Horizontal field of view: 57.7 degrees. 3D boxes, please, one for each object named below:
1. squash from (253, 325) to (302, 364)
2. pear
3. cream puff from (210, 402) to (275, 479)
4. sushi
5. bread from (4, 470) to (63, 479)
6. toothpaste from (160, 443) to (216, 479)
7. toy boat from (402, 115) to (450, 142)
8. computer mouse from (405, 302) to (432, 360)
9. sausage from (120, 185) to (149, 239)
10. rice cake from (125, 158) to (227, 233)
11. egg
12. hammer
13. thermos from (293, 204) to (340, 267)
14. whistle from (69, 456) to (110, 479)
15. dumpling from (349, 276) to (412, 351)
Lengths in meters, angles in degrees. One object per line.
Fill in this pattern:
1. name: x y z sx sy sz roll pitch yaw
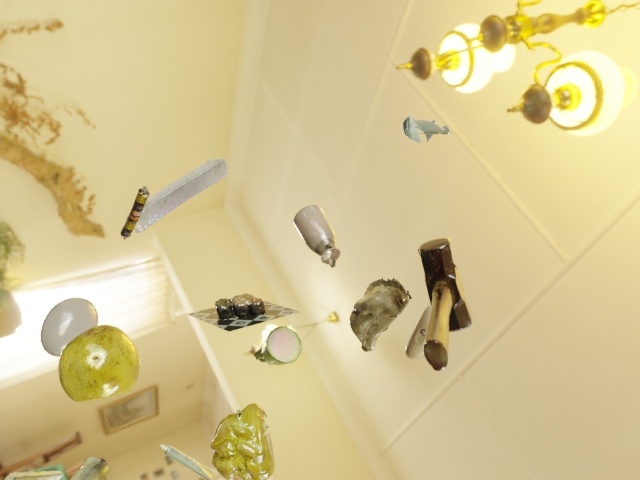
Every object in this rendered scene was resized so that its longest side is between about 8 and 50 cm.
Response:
1. squash: -0.125 0.304 1.575 0.132 0.105 0.105 -44 -113 47
2. pear: -0.557 0.307 1.457 0.197 0.197 0.197 42 -37 44
3. cream puff: -0.225 0.602 1.674 0.195 0.195 0.221 23 -48 57
4. sushi: -0.210 0.172 1.554 0.231 0.220 0.047 8 -75 50
5. bread: -0.654 0.555 1.312 0.028 0.068 0.154 23 -9 26
6. toothpaste: -0.406 0.679 1.782 0.197 0.029 0.048 35 10 -9
7. toy boat: 0.305 -0.336 1.740 0.105 0.034 0.149 43 -24 -25
8. computer mouse: 0.356 0.292 1.895 0.082 0.145 0.236 32 -66 19
9. sausage: -0.402 -0.056 1.255 0.198 0.028 0.025 -47 -121 45
10. rice cake: -0.443 -0.148 1.810 0.056 0.365 0.072 28 -32 43
11. egg: -0.887 0.308 2.050 0.176 0.176 0.232 100 6 -45
12. hammer: 0.279 0.169 1.376 0.095 0.409 0.242 -13 -74 21
13. thermos: 0.000 0.000 1.827 0.137 0.105 0.193 88 -22 -47
14. whistle: -0.580 0.606 1.277 0.068 0.326 0.057 -23 -76 23
15. dumpling: 0.153 0.206 1.755 0.166 0.086 0.332 62 -35 28
